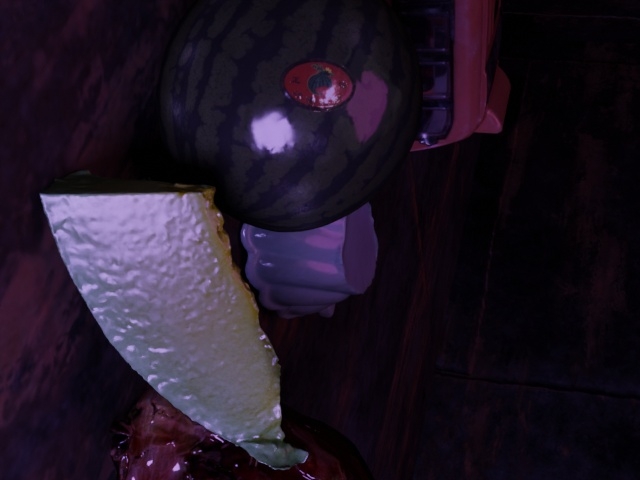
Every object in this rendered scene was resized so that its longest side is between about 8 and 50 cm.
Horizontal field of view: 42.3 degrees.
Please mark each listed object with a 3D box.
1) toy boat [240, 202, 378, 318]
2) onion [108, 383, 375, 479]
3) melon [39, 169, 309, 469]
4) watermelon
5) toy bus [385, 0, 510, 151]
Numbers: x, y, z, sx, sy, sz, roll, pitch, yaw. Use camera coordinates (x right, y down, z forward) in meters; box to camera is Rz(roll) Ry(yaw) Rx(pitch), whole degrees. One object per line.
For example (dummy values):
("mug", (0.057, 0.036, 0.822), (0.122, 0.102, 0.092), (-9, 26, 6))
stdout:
("toy boat", (0.000, 0.000, 0.967), (0.290, 0.100, 0.199), (57, 44, -63))
("onion", (-0.053, 0.239, 0.698), (0.221, 0.281, 0.281), (-39, 161, 4))
("melon", (-0.082, 0.054, 0.569), (0.261, 0.114, 0.053), (60, 7, -19))
("watermelon", (-0.022, -0.113, 0.648), (0.212, 0.212, 0.212), (7, 90, -74))
("toy bus", (0.094, -0.305, 0.917), (0.426, 0.233, 0.203), (80, 23, -43))
